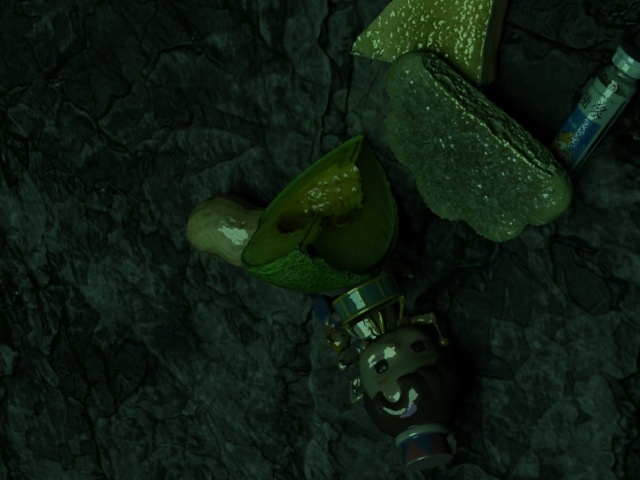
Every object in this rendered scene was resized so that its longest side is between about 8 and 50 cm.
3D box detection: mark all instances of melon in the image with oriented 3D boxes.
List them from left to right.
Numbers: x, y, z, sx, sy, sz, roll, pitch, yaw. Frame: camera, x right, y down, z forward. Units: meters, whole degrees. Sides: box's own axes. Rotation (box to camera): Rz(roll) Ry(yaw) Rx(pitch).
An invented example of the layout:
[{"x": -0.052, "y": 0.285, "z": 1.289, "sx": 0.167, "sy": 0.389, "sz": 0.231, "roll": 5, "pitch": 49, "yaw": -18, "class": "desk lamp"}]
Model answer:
[{"x": 0.000, "y": 0.000, "z": 1.665, "sx": 0.169, "sy": 0.265, "sz": 0.129, "roll": -26, "pitch": 115, "yaw": 35, "class": "melon"}]

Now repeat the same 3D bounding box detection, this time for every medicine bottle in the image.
[{"x": 0.325, "y": -0.146, "z": 1.507, "sx": 0.051, "sy": 0.051, "sz": 0.191, "roll": 41, "pitch": 121, "yaw": 16, "class": "medicine bottle"}]

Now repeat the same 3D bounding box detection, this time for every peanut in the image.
[{"x": -0.090, "y": -0.005, "z": 1.800, "sx": 0.228, "sy": 0.085, "sz": 0.104, "roll": 14, "pitch": 114, "yaw": 27, "class": "peanut"}]

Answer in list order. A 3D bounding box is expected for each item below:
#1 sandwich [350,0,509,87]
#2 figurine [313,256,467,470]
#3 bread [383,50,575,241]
[{"x": 0.139, "y": -0.291, "z": 1.583, "sx": 0.193, "sy": 0.058, "sz": 0.162, "roll": 19, "pitch": 112, "yaw": 29, "class": "sandwich"}, {"x": 0.107, "y": 0.169, "z": 1.677, "sx": 0.161, "sy": 0.158, "sz": 0.275, "roll": -31, "pitch": 83, "yaw": -4, "class": "figurine"}, {"x": 0.179, "y": -0.097, "z": 1.572, "sx": 0.286, "sy": 0.056, "sz": 0.207, "roll": 41, "pitch": 144, "yaw": 17, "class": "bread"}]
